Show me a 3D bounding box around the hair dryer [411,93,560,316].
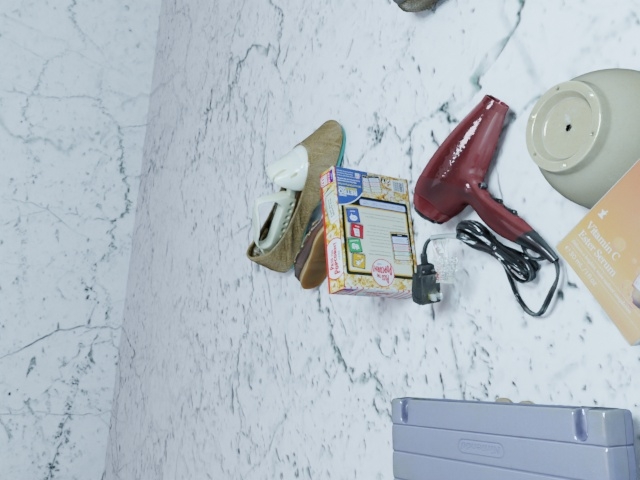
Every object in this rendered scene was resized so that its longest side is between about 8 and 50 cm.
[{"bbox_3d":[0.223,-0.049,0.877,0.223,0.080,0.294,-4,86,43],"label":"hair dryer"}]

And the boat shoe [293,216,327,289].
[{"bbox_3d":[0.000,0.000,1.209,0.207,0.073,0.073,-57,42,36],"label":"boat shoe"}]

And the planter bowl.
[{"bbox_3d":[0.295,-0.114,0.707,0.162,0.109,0.162,-18,69,57],"label":"planter bowl"}]

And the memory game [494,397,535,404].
[{"bbox_3d":[0.240,0.291,0.812,0.186,0.012,0.186,-18,69,56],"label":"memory game"}]

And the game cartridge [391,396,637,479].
[{"bbox_3d":[0.214,0.311,0.785,0.355,0.068,0.231,-17,74,57],"label":"game cartridge"}]

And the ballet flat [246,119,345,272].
[{"bbox_3d":[-0.064,-0.085,1.284,0.343,0.124,0.116,-65,36,28],"label":"ballet flat"}]

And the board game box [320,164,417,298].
[{"bbox_3d":[0.077,-0.010,1.012,0.045,0.146,0.194,-29,59,53],"label":"board game box"}]

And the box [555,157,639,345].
[{"bbox_3d":[0.339,-0.002,0.619,0.171,0.090,0.130,-58,44,36],"label":"box"}]

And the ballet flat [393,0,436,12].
[{"bbox_3d":[0.209,-0.409,0.970,0.249,0.058,0.084,-22,44,50],"label":"ballet flat"}]
